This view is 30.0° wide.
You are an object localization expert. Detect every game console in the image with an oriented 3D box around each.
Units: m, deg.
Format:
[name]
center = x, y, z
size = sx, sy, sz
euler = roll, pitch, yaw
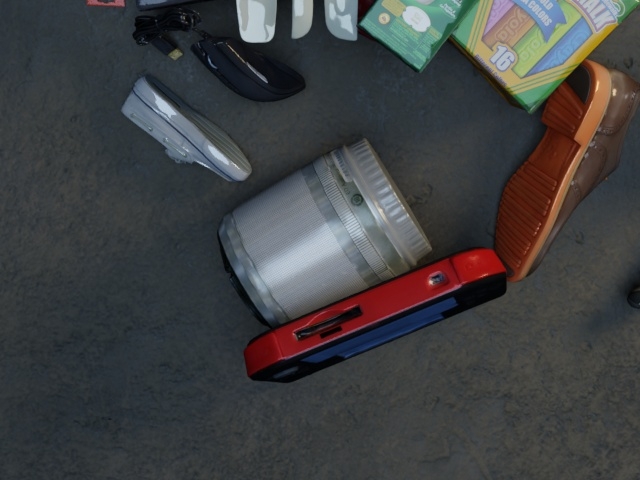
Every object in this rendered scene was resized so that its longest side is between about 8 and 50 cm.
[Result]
[game console]
center = 0.091, 0.124, 1.759
size = 0.387, 0.342, 0.060
euler = -22, 75, 5

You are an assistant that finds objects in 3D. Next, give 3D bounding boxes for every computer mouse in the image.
[computer mouse]
center = -0.161, -0.262, 1.787
size = 0.262, 0.184, 0.060
euler = 27, 76, -38

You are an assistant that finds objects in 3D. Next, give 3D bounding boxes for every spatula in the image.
[spatula]
center = -0.032, -0.394, 1.636
size = 0.168, 0.019, 0.242
euler = 0, 105, 1

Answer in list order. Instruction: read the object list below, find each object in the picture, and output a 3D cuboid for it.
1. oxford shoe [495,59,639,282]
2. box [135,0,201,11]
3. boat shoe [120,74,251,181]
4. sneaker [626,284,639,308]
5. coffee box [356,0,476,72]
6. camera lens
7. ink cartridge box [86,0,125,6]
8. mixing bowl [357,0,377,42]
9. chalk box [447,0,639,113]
[oxford shoe]
center = 0.381, -0.090, 1.816
size = 0.133, 0.130, 0.363
euler = 9, 117, -29
[box]
center = -0.133, -0.525, 1.711
size = 0.313, 0.179, 0.343
euler = -10, 101, 2
[boat shoe]
center = -0.208, -0.157, 1.844
size = 0.226, 0.083, 0.076
euler = 43, 111, 5
[sneaker]
center = 0.578, 0.005, 1.853
size = 0.271, 0.100, 0.108
euler = -43, 83, 5
[coffee box]
center = 0.148, -0.334, 1.635
size = 0.113, 0.040, 0.184
euler = 36, 96, -6
[camera lens]
center = 0.000, 0.000, 1.790
size = 0.274, 0.219, 0.219
euler = -31, 99, 7
[ink cartridge box]
center = -0.328, -0.414, 1.811
size = 0.063, 0.029, 0.115
euler = 2, 101, 0
[mixing bowl]
center = 0.124, -0.349, 1.754
size = 0.181, 0.181, 0.098
euler = -40, 113, 8
[chalk box]
center = 0.333, -0.352, 1.738
size = 0.179, 0.180, 0.289
euler = 43, 98, -7
